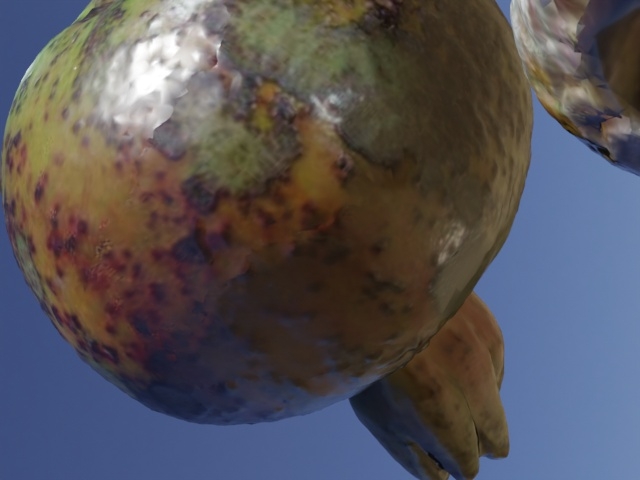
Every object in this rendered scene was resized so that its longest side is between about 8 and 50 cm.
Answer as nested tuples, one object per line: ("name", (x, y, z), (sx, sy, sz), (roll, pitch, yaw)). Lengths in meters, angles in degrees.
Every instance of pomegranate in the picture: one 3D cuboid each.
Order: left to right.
("pomegranate", (0.000, 0.000, 0.767), (0.341, 0.285, 0.285), (52, -143, -23))

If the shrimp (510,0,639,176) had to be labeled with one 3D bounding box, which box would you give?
("shrimp", (0.156, -0.118, 0.343), (0.145, 0.343, 0.116), (44, -128, 2))
